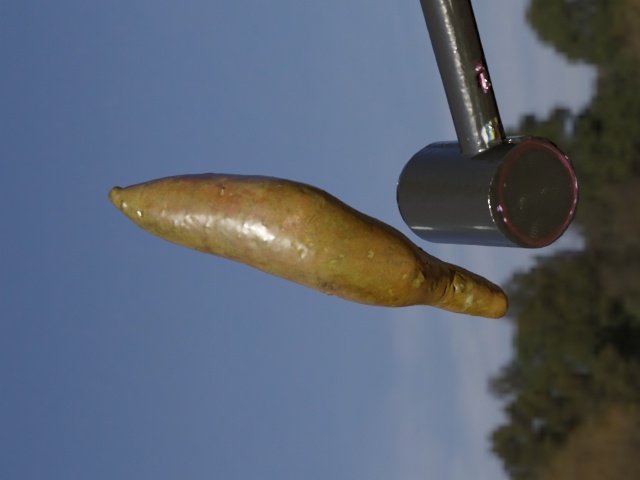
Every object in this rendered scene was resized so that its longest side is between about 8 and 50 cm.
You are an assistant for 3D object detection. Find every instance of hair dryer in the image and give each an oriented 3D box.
[{"bbox_3d":[0.079,-0.112,1.232,0.071,0.114,0.248,-26,-75,-30],"label":"hair dryer"}]

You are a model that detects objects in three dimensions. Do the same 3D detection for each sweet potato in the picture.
[{"bbox_3d":[0.005,0.002,1.529,0.108,0.346,0.079,-160,88,-78],"label":"sweet potato"}]
